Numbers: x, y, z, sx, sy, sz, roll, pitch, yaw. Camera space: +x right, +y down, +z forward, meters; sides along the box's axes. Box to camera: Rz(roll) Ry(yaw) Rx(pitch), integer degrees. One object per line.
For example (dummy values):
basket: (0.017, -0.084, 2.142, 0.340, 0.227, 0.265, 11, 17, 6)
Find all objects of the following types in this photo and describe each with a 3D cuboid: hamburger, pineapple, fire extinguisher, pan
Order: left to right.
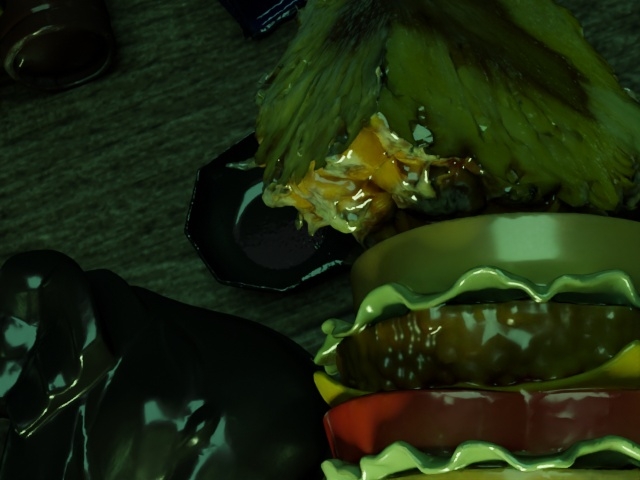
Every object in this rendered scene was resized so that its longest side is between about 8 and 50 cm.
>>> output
fire extinguisher: (-0.243, -0.262, 1.177, 0.105, 0.105, 0.269, -21, 65, 6)
pan: (-0.013, 0.010, 1.031, 0.128, 0.048, 0.202, -35, 63, 0)
pineapple: (0.101, -0.047, 0.955, 0.209, 0.286, 0.344, -45, 22, 34)
hamburger: (0.126, 0.122, 0.829, 0.274, 0.274, 0.212, -1, 70, 14)

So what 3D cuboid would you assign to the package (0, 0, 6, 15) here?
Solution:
package: (-0.328, -0.169, 1.128, 0.226, 0.090, 0.168, -55, 52, 36)

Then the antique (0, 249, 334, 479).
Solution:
antique: (-0.132, 0.152, 0.937, 0.322, 0.185, 0.255, 13, 79, 12)

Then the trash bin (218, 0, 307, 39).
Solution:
trash bin: (-0.077, -0.303, 1.116, 0.184, 0.162, 0.234, -36, 70, -1)
